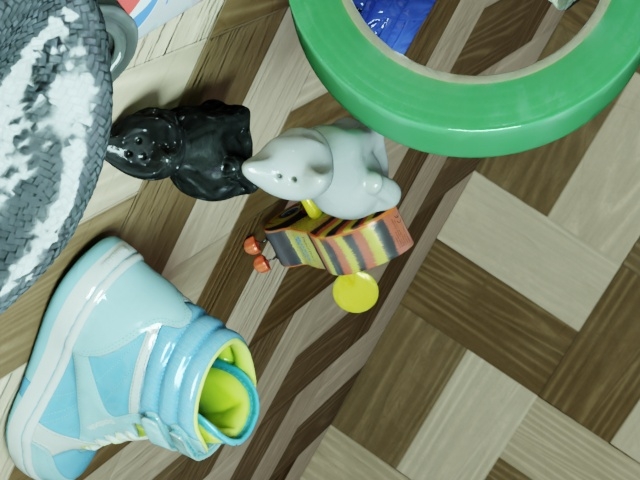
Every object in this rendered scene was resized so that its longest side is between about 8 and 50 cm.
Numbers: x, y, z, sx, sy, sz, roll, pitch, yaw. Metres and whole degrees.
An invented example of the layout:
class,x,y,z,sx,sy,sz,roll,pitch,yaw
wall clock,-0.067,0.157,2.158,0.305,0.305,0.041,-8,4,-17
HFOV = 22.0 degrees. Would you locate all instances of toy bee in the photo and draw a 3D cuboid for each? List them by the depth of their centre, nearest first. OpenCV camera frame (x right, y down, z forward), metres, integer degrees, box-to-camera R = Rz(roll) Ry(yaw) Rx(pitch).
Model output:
class,x,y,z,sx,sy,sz,roll,pitch,yaw
toy bee,0.000,0.000,1.918,0.162,0.195,0.298,-30,176,-6

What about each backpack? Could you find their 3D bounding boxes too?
class,x,y,z,sx,sy,sz,roll,pitch,yaw
backpack,0.047,-0.238,1.619,0.101,0.098,0.120,-6,135,-37

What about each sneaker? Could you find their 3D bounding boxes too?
class,x,y,z,sx,sy,sz,roll,pitch,yaw
sneaker,-0.170,0.164,1.531,0.127,0.208,0.319,-48,166,-43

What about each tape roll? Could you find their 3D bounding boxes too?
class,x,y,z,sx,sy,sz,roll,pitch,yaw
tape roll,0.130,-0.232,1.393,0.321,0.321,0.077,-54,168,-9

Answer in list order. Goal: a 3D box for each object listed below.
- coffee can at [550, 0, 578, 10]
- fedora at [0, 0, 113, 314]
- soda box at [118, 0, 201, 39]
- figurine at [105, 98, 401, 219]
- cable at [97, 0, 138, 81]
class,x,y,z,sx,sy,sz,roll,pitch,yaw
coffee can,0.113,-0.322,1.188,0.201,0.275,0.201,-53,168,-17
fedora,-0.205,-0.048,0.754,0.334,0.152,0.334,-34,143,-31
soda box,-0.126,-0.189,1.055,0.263,0.083,0.092,-42,162,-49
figurine,-0.057,-0.068,1.382,0.209,0.215,0.092,-7,105,-70
cable,-0.236,-0.052,0.927,0.287,0.072,0.139,-49,136,1
